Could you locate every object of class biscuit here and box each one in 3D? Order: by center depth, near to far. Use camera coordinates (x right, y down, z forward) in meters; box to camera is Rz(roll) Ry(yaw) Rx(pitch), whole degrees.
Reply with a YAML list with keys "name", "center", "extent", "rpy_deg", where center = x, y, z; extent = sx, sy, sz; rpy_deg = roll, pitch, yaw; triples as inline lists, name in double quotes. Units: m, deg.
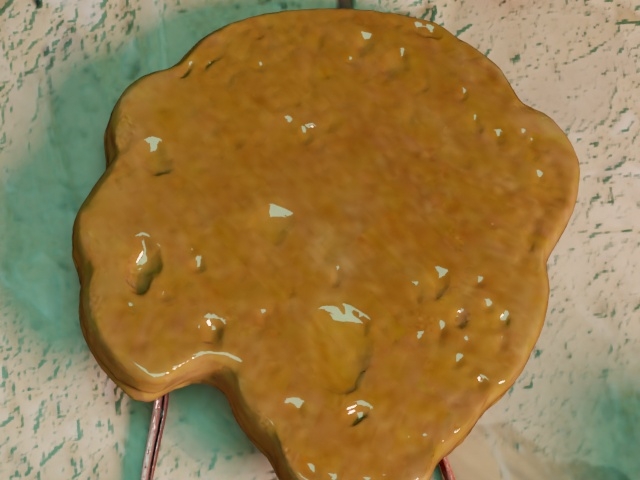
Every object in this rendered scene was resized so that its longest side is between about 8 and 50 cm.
- name: "biscuit"
  center: [0.000, 0.000, 1.108]
  extent: [0.312, 0.057, 0.351]
  rpy_deg: [15, 62, 0]

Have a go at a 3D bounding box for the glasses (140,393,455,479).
- name: "glasses"
  center: [-0.005, 0.215, 1.081]
  extent: [0.234, 0.118, 0.268]
  rpy_deg: [-2, 55, -6]
